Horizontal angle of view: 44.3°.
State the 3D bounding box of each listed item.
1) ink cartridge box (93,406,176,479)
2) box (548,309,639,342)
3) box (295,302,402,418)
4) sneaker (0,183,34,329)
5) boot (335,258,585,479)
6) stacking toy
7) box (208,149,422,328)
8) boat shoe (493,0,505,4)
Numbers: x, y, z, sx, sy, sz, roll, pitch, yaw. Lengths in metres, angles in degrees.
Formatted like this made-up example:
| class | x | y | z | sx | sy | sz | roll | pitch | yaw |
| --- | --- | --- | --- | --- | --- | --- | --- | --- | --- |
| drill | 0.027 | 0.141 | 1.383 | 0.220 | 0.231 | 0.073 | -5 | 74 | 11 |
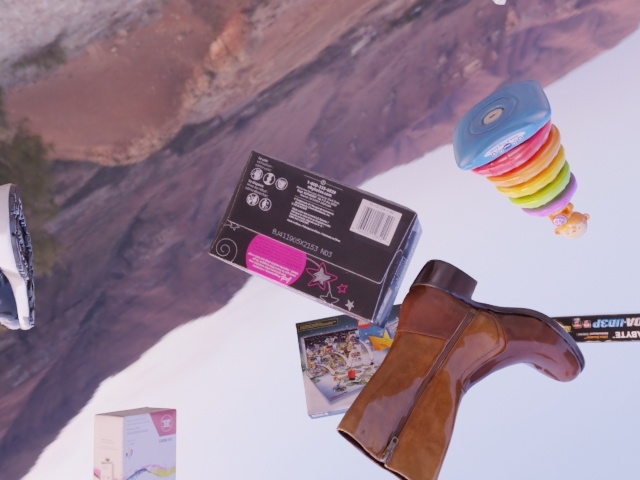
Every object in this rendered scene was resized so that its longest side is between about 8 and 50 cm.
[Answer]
| class | x | y | z | sx | sy | sz | roll | pitch | yaw |
| --- | --- | --- | --- | --- | --- | --- | --- | --- | --- |
| ink cartridge box | -0.277 | 0.356 | 1.177 | 0.067 | 0.198 | 0.115 | -4 | 174 | 32 |
| box | 0.514 | 0.155 | 1.411 | 0.220 | 0.051 | 0.175 | -6 | 174 | 27 |
| box | 0.083 | 0.198 | 1.313 | 0.233 | 0.159 | 0.044 | -11 | 156 | 5 |
| sneaker | -0.374 | 0.021 | 0.831 | 0.124 | 0.107 | 0.283 | -4 | 156 | -17 |
| boot | 0.190 | 0.196 | 1.007 | 0.280 | 0.264 | 0.096 | -60 | -172 | -29 |
| stacking toy | 0.372 | -0.105 | 1.349 | 0.175 | 0.302 | 0.166 | -31 | -153 | 22 |
| box | 0.000 | 0.000 | 1.097 | 0.142 | 0.247 | 0.163 | 44 | 69 | -76 |
| boat shoe | 0.254 | -0.455 | 1.160 | 0.228 | 0.081 | 0.079 | 80 | 26 | -51 |
